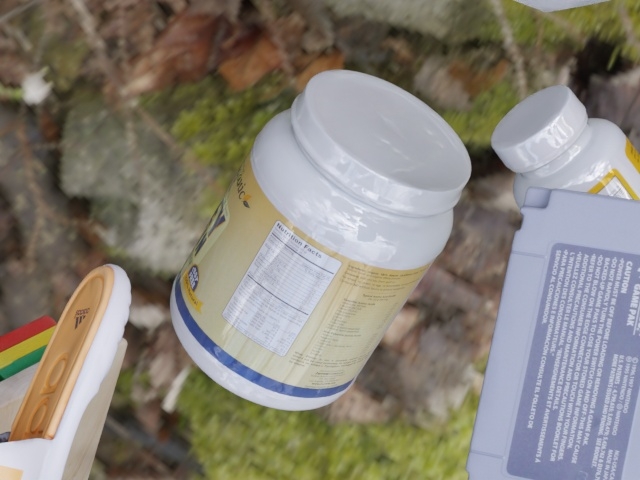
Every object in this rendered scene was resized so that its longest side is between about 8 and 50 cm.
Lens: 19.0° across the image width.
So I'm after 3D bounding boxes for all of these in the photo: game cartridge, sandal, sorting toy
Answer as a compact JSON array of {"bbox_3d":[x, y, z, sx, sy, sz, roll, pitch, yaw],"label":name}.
[{"bbox_3d":[0.237,0.110,1.591,0.196,0.060,0.294,9,82,27],"label":"game cartridge"},{"bbox_3d":[-0.197,0.124,1.156,0.076,0.265,0.102,28,158,-22],"label":"sandal"},{"bbox_3d":[-0.316,0.201,1.701,0.089,0.255,0.257,38,130,22],"label":"sorting toy"}]

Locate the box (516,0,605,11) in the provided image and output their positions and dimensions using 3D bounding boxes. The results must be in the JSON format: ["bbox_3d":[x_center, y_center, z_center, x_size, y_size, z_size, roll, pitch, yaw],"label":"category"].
[{"bbox_3d":[0.204,-0.383,1.580,0.168,0.215,0.345,-9,85,26],"label":"box"}]

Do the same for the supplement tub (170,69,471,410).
[{"bbox_3d":[0.000,0.000,2.021,0.228,0.228,0.316,33,121,1],"label":"supplement tub"}]

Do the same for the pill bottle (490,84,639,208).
[{"bbox_3d":[0.249,-0.036,1.742,0.118,0.117,0.208,-30,113,25],"label":"pill bottle"}]
